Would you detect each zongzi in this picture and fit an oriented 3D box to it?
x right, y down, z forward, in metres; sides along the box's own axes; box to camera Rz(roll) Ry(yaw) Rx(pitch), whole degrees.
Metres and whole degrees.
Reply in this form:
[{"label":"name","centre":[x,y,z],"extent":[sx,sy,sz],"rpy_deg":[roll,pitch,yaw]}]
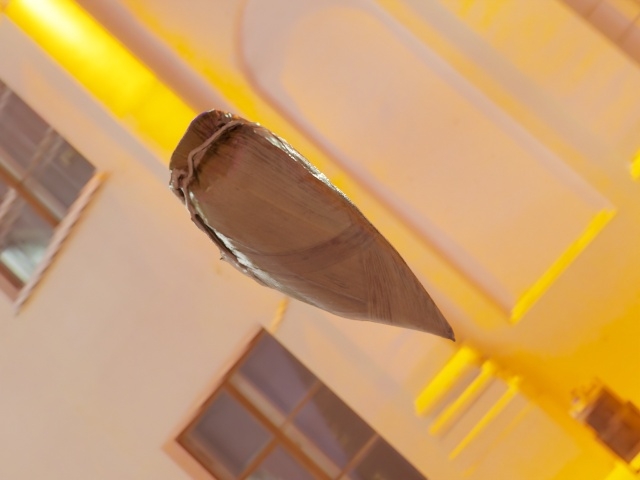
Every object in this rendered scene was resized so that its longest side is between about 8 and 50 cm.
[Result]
[{"label":"zongzi","centre":[0.000,0.000,0.484],"extent":[0.052,0.113,0.104],"rpy_deg":[-57,-20,-6]}]
